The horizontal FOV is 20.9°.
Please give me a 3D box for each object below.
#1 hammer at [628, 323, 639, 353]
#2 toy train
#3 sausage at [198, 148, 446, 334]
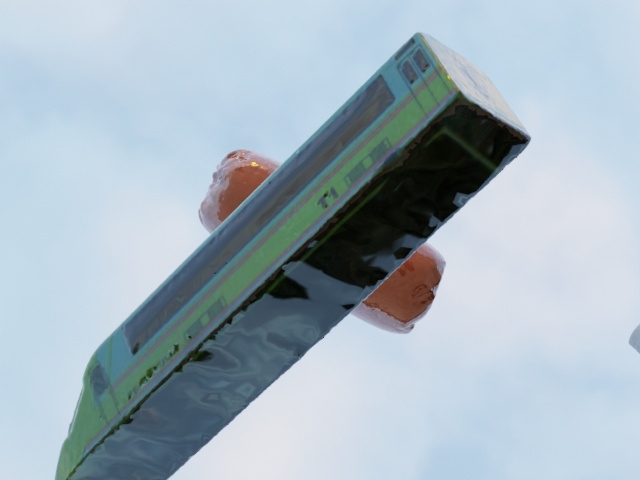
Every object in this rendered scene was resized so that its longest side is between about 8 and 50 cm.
[{"bbox_3d":[0.229,0.088,0.986,0.027,0.297,0.125,36,-83,-12],"label":"hammer"},{"bbox_3d":[-0.023,0.016,0.592,0.209,0.042,0.044,-43,-41,19],"label":"toy train"},{"bbox_3d":[0.000,0.000,1.047,0.154,0.062,0.062,29,-98,-2],"label":"sausage"}]
